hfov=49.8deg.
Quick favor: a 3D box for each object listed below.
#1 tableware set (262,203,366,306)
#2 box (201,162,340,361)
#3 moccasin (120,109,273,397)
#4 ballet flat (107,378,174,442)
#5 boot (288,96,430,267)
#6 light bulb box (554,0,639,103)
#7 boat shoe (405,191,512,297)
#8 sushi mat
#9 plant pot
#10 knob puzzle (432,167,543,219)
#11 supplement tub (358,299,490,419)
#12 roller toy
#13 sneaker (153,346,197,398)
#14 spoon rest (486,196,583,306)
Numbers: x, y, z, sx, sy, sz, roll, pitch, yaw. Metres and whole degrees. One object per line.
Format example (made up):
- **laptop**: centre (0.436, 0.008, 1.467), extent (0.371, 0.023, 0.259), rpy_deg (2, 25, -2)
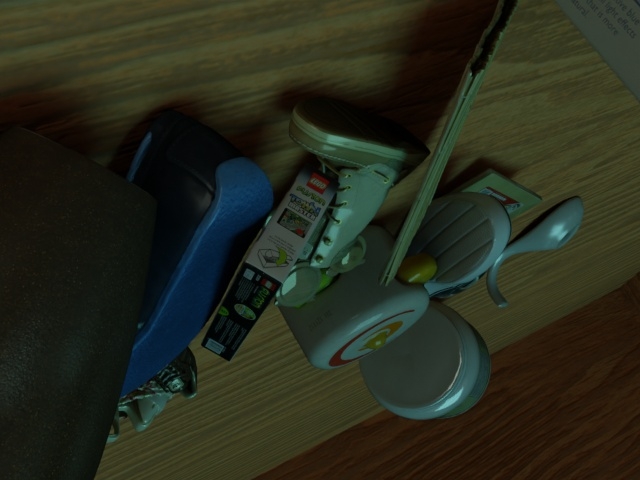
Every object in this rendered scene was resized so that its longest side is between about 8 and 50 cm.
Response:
- **tableware set**: centre (0.000, 0.000, 0.807), extent (0.141, 0.020, 0.168), rpy_deg (-22, 130, -22)
- **box**: centre (-0.052, 0.028, 0.639), extent (0.114, 0.036, 0.207), rpy_deg (-60, -177, -32)
- **moccasin**: centre (-0.155, 0.027, 0.626), extent (0.342, 0.117, 0.138), rpy_deg (-51, 164, 31)
- **ballet flat**: centre (-0.285, 0.239, 0.963), extent (0.241, 0.077, 0.091), rpy_deg (-11, 151, -41)
- **boot**: centre (0.009, -0.049, 0.680), extent (0.165, 0.077, 0.213), rpy_deg (-53, 156, 20)
- **light bulb box**: centre (0.443, -0.275, 0.580), extent (0.358, 0.225, 0.361), rpy_deg (-8, 150, -44)
- **boat shoe**: centre (0.192, 0.011, 1.007), extent (0.119, 0.121, 0.335), rpy_deg (-13, 167, -22)
- **sushi mat**: centre (0.125, -0.091, 0.705), extent (0.316, 0.019, 0.151), rpy_deg (105, 12, -52)
- **plant pot**: centre (-0.210, 0.050, 0.457), extent (0.230, 0.215, 0.215), rpy_deg (-64, 160, -8)
- **knob puzzle**: centre (0.215, -0.043, 1.052), extent (0.213, 0.030, 0.213), rpy_deg (-13, 155, -6)
- **supplement tub**: centre (0.217, 0.247, 1.419), extent (0.235, 0.235, 0.325), rpy_deg (-34, 158, 9)
- **roller toy**: centre (0.049, 0.085, 0.962), extent (0.209, 0.146, 0.191), rpy_deg (-22, 158, -21)
- **sneaker**: centre (-0.198, 0.162, 0.912), extent (0.066, 0.071, 0.188), rpy_deg (-29, 159, -3)
- **spoon rest**: centre (0.442, 0.014, 1.441), extent (0.276, 0.084, 0.137), rpy_deg (-52, 154, 16)
